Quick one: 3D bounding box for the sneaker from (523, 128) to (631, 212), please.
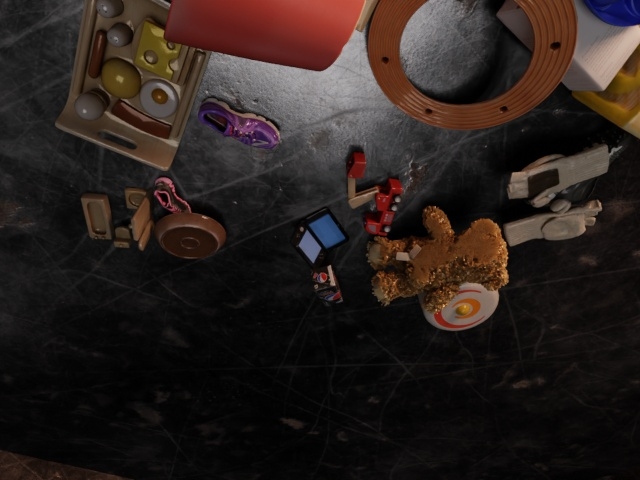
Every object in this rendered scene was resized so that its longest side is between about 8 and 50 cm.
[{"bbox_3d":[0.579,-0.145,0.933,0.106,0.078,0.234,29,125,-26],"label":"sneaker"}]

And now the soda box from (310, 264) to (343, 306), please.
[{"bbox_3d":[0.019,0.121,1.077,0.054,0.060,0.169,-15,157,4],"label":"soda box"}]

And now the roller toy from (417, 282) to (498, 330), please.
[{"bbox_3d":[0.356,0.136,1.094,0.210,0.146,0.191,-17,128,9],"label":"roller toy"}]

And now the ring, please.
[{"bbox_3d":[0.248,-0.329,0.724,0.337,0.032,0.336,15,150,9],"label":"ring"}]

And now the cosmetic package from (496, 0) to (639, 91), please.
[{"bbox_3d":[0.432,-0.372,0.723,0.231,0.085,0.117,30,100,-22],"label":"cosmetic package"}]

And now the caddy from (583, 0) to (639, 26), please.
[{"bbox_3d":[0.503,-0.492,0.585,0.242,0.179,0.340,1,111,-15],"label":"caddy"}]

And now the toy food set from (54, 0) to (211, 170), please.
[{"bbox_3d":[-0.341,-0.296,0.760,0.220,0.092,0.306,22,124,-18],"label":"toy food set"}]

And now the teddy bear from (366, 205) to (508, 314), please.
[{"bbox_3d":[0.265,0.051,0.990,0.338,0.244,0.113,-31,152,24],"label":"teddy bear"}]

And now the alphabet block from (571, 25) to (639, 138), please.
[{"bbox_3d":[0.635,-0.279,0.757,0.197,0.192,0.193,21,122,-17],"label":"alphabet block"}]

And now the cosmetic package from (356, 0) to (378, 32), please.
[{"bbox_3d":[0.078,-0.419,0.703,0.041,0.060,0.115,20,126,-17],"label":"cosmetic package"}]

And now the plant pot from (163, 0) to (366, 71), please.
[{"bbox_3d":[-0.075,-0.387,0.611,0.244,0.274,0.274,12,127,-24],"label":"plant pot"}]

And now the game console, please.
[{"bbox_3d":[0.000,0.000,1.023,0.071,0.107,0.122,-6,134,39],"label":"game console"}]

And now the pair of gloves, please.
[{"bbox_3d":[0.510,-0.082,0.912,0.205,0.042,0.240,-12,132,12],"label":"pair of gloves"}]

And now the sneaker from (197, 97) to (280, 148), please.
[{"bbox_3d":[-0.166,-0.221,0.840,0.170,0.071,0.068,18,125,-16],"label":"sneaker"}]

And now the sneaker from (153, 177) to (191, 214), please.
[{"bbox_3d":[-0.339,-0.082,0.950,0.047,0.057,0.119,-21,127,11],"label":"sneaker"}]

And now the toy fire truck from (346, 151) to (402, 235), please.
[{"bbox_3d":[0.114,-0.100,0.962,0.136,0.047,0.191,8,128,-8],"label":"toy fire truck"}]

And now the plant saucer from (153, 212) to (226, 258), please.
[{"bbox_3d":[-0.313,-0.003,1.004,0.169,0.029,0.168,-3,144,-2],"label":"plant saucer"}]

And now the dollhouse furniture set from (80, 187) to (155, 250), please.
[{"bbox_3d":[-0.467,-0.032,0.941,0.152,0.123,0.143,5,127,-7],"label":"dollhouse furniture set"}]
